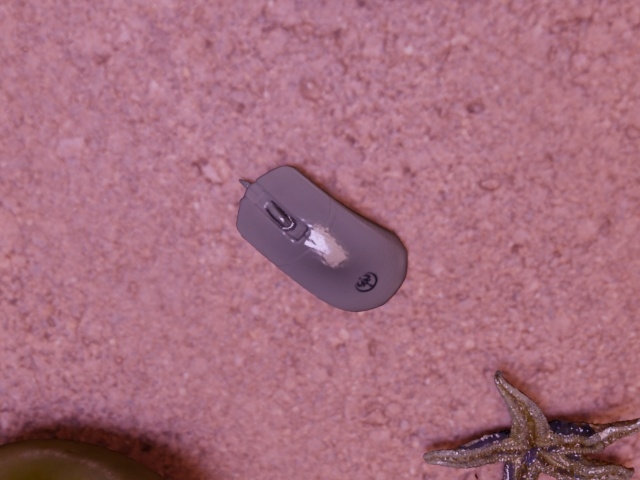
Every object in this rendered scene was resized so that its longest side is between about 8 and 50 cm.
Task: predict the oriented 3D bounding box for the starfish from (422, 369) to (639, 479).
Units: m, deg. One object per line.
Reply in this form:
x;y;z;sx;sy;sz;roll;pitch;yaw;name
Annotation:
0.203;0.197;0.682;0.208;0.053;0.176;-19;114;7;starfish

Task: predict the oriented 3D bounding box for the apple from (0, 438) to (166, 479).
-0.242;0.319;0.629;0.294;0.233;0.258;4;112;2;apple

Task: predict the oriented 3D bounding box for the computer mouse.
0.000;0.000;0.632;0.181;0.056;0.089;36;98;-8;computer mouse
